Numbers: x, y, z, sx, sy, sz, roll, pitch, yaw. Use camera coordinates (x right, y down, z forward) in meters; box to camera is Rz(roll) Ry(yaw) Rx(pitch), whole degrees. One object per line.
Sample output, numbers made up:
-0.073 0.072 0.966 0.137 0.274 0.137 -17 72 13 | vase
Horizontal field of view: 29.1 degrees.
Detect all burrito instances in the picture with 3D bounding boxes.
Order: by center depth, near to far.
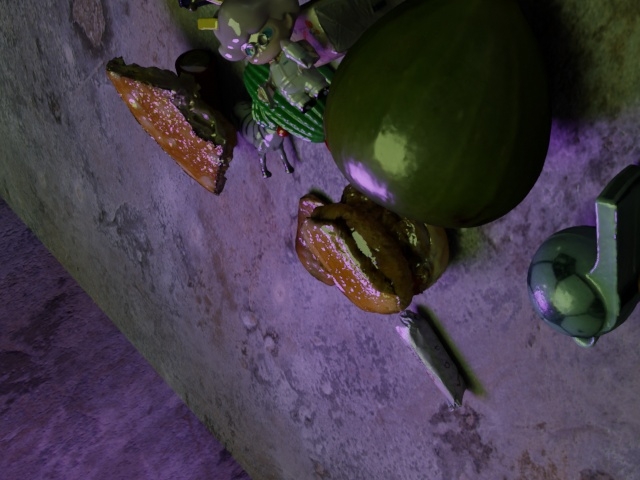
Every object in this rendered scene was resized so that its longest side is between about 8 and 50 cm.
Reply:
0.203 0.212 2.223 0.203 0.064 0.064 56 156 -7 | burrito

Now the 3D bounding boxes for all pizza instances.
-0.248 -0.224 2.247 0.323 0.089 0.223 49 153 -17 | pizza

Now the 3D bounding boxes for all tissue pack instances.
0.017 -0.309 1.760 0.092 0.148 0.196 62 155 -9 | tissue pack

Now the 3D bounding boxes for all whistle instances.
0.348 0.027 1.619 0.163 0.163 0.289 29 139 42 | whistle

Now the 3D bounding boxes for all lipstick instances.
-0.219 -0.251 2.339 0.080 0.080 0.241 37 151 33 | lipstick

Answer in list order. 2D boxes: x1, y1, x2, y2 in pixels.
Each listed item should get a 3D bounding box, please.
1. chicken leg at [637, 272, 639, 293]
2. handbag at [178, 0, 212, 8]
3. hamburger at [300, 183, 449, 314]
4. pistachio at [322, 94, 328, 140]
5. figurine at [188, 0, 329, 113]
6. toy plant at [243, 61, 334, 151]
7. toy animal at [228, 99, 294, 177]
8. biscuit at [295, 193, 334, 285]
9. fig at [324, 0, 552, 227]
0.436 -0.011 1.496 0.113 0.093 0.304 42 151 50 | chicken leg
-0.151 -0.510 1.710 0.118 0.269 0.325 8 140 12 | handbag
0.095 0.007 2.031 0.244 0.163 0.244 41 161 18 | hamburger
0.078 -0.170 1.885 0.185 0.124 0.124 41 154 11 | pistachio
-0.070 -0.276 1.660 0.229 0.112 0.137 52 127 5 | figurine
-0.025 -0.229 2.019 0.240 0.088 0.154 21 123 31 | toy plant
-0.106 -0.205 2.215 0.217 0.073 0.176 38 146 40 | toy animal
0.000 0.000 2.344 0.118 0.029 0.247 37 152 18 | biscuit
0.161 -0.177 1.546 0.316 0.316 0.316 41 153 26 | fig
